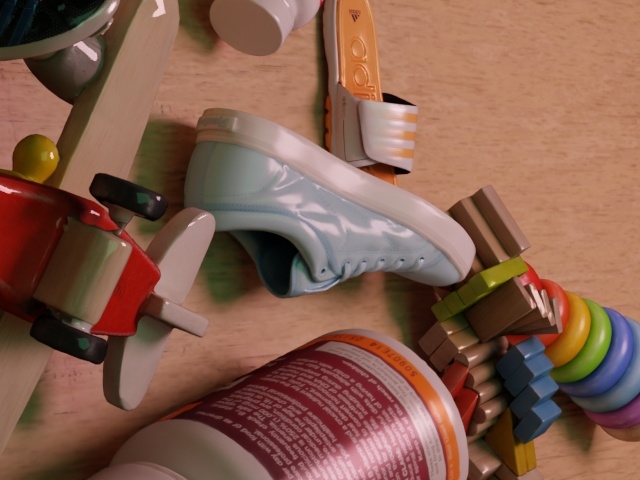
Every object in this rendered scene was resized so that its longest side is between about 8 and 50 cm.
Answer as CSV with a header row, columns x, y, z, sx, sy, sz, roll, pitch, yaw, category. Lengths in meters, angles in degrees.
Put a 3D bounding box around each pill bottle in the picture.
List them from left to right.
x,y,z,sx,sy,sz,roll,pitch,yaw,category
-0.058,0.241,1.809,0.392,0.224,0.224,-24,102,-49,pill bottle
-0.039,-0.276,2.008,0.108,0.108,0.180,52,49,-31,pill bottle

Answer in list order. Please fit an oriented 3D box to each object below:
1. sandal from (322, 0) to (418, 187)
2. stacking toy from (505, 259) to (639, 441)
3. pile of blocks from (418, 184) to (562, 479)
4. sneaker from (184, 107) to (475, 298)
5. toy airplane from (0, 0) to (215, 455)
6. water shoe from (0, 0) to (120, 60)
x,y,z,sx,sy,sz,roll,pitch,yaw,category
0.057,-0.152,2.124,0.102,0.076,0.265,-6,89,-50,sandal
0.293,0.114,2.323,0.330,0.141,0.141,34,59,-37,stacking toy
0.179,0.129,2.164,0.112,0.149,0.362,-21,100,-50,pile of blocks
0.000,0.000,2.003,0.366,0.135,0.150,26,77,-33,sneaker
-0.241,0.007,1.642,0.386,0.272,0.384,-57,164,-48,toy airplane
-0.255,-0.184,1.528,0.203,0.073,0.080,-16,128,-10,water shoe
